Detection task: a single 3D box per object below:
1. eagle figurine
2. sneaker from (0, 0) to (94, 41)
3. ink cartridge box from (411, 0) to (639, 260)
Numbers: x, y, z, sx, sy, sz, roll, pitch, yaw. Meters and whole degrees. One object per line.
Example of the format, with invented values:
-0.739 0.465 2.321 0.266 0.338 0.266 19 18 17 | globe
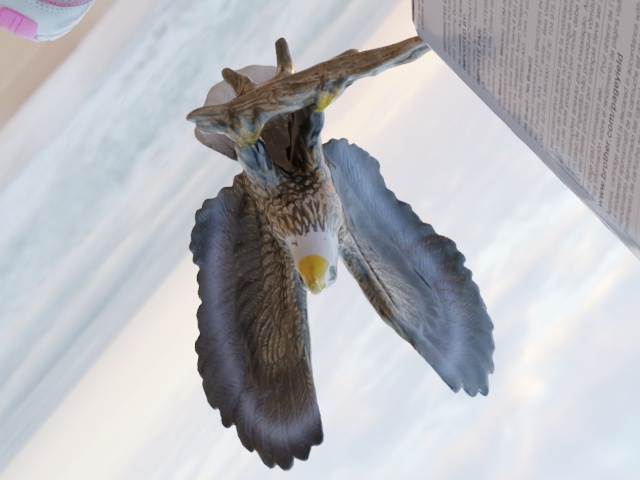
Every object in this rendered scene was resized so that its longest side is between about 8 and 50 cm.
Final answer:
-0.003 0.006 0.819 0.226 0.298 0.225 3 -144 31 | eagle figurine
-0.135 -0.234 0.591 0.111 0.103 0.252 -15 -122 52 | sneaker
0.155 -0.169 0.458 0.151 0.270 0.395 -18 -139 -15 | ink cartridge box
